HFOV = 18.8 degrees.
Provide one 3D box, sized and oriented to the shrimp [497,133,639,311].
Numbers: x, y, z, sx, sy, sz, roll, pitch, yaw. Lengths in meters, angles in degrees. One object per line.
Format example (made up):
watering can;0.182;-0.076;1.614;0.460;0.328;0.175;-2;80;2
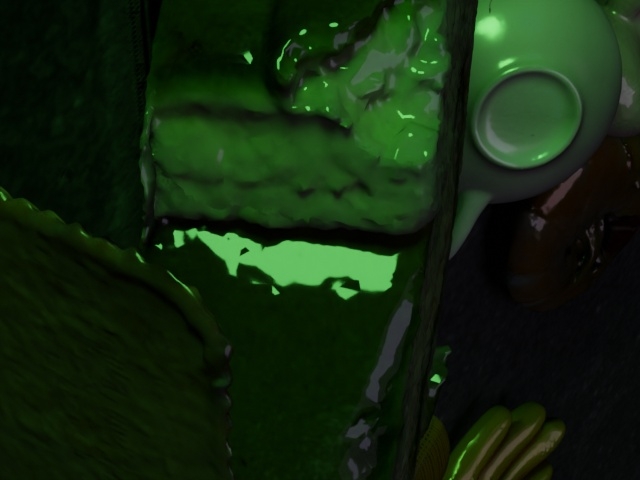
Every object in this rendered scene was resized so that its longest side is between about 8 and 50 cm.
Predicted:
shrimp;0.219;-0.017;1.426;0.287;0.063;0.152;-5;119;-52

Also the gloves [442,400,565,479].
gloves;0.103;0.244;1.428;0.294;0.116;0.133;-57;157;-23

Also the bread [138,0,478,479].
bread;0.000;0.000;0.903;0.382;0.129;0.366;83;16;-66

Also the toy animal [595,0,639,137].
toy animal;0.214;-0.160;1.256;0.212;0.124;0.124;-46;146;-21

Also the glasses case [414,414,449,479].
glasses case;0.000;0.198;1.254;0.234;0.064;0.079;-43;145;-26

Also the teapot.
teapot;0.105;-0.081;1.146;0.145;0.092;0.226;16;113;-17

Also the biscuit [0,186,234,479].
biscuit;-0.126;0.069;0.792;0.013;0.237;0.232;-38;142;-39
